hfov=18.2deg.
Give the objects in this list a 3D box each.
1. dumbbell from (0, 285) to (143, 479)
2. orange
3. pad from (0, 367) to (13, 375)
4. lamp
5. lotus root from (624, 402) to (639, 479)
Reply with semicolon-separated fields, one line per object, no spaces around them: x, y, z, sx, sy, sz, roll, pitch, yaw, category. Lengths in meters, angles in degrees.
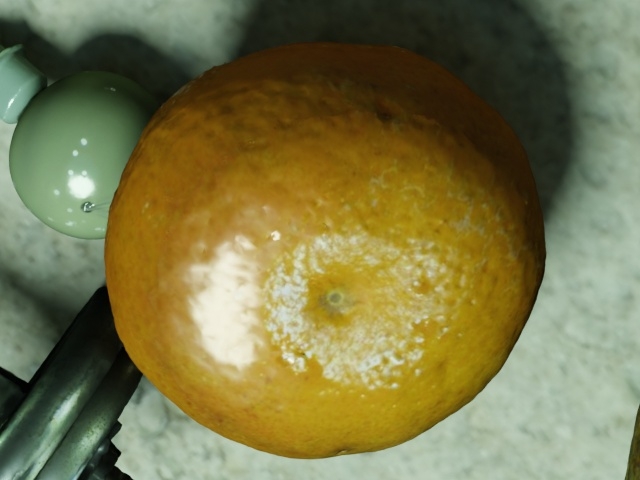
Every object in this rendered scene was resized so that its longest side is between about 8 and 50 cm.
-0.216;0.066;1.082;0.290;0.192;0.192;36;115;-4;dumbbell
0.000;0.000;1.012;0.224;0.170;0.224;-5;111;-12;orange
-0.314;0.080;1.212;0.235;0.003;0.158;33;115;-3;pad
-0.154;-0.071;1.079;0.163;0.091;0.091;38;116;12;lamp
0.236;0.109;1.043;0.145;0.128;0.260;16;114;15;lotus root
